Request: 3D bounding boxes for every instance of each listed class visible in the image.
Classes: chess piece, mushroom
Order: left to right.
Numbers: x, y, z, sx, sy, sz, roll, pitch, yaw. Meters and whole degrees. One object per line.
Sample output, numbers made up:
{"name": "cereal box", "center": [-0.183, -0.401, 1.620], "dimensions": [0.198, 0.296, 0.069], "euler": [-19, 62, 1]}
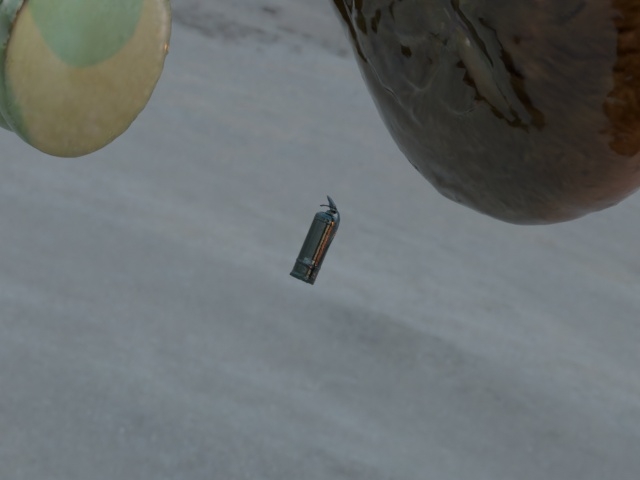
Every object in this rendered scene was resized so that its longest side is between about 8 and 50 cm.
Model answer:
{"name": "chess piece", "center": [-0.235, -0.164, 0.960], "dimensions": [0.251, 0.144, 0.144], "euler": [25, 18, 33]}
{"name": "mushroom", "center": [0.097, -0.146, 0.736], "dimensions": [0.278, 0.278, 0.146], "euler": [27, 36, 29]}

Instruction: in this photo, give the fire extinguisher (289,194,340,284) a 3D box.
{"name": "fire extinguisher", "center": [0.000, 0.000, 1.359], "dimensions": [0.025, 0.083, 0.038], "euler": [20, 3, -39]}
